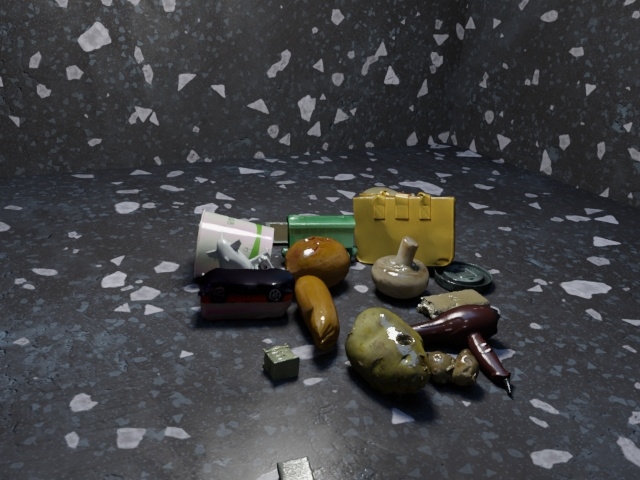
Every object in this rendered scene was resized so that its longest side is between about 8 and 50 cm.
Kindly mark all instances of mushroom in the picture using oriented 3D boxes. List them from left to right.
[{"bbox_3d":[0.288,0.093,2.030,0.207,0.215,0.207,11,21,-4],"label":"mushroom"}]

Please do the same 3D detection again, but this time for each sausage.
[{"bbox_3d":[-0.005,0.224,1.772,0.116,0.134,0.354,-5,24,-10],"label":"sausage"}]

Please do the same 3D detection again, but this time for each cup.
[{"bbox_3d":[-0.311,0.025,2.085,0.274,0.253,0.253,7,22,-7],"label":"cup"}]

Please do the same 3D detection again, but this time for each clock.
[{"bbox_3d":[0.536,0.140,2.176,0.215,0.042,0.215,3,22,-1],"label":"clock"}]

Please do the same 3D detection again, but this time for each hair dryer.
[{"bbox_3d":[0.424,0.331,1.672,0.312,0.123,0.340,-13,37,-10],"label":"hair dryer"}]

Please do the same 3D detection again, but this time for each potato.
[{"bbox_3d":[0.183,0.306,1.564,0.141,0.191,0.296,39,1,-40],"label":"potato"}]

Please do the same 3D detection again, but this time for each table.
[{"bbox_3d":[-0.111,0.333,1.589,0.079,0.062,0.083,-9,25,-29],"label":"table"}]

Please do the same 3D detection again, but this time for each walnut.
[{"bbox_3d":[-0.022,0.082,2.031,0.203,0.203,0.298,20,20,33],"label":"walnut"}]

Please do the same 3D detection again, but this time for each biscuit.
[{"bbox_3d":[0.451,0.222,1.943,0.239,0.062,0.108,-7,25,-23],"label":"biscuit"}]

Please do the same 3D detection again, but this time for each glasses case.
[{"bbox_3d":[-0.035,0.528,1.159,0.071,0.047,0.205,-7,25,-13],"label":"glasses case"}]

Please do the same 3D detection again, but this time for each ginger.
[{"bbox_3d":[0.334,0.347,1.595,0.204,0.080,0.104,2,58,18],"label":"ginger"}]

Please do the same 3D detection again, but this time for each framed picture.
[{"bbox_3d":[-0.084,-0.031,2.517,0.296,0.019,0.232,0,24,-11],"label":"framed picture"}]

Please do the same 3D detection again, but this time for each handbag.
[{"bbox_3d":[0.329,-0.052,2.241,0.401,0.283,0.133,3,18,24],"label":"handbag"}]

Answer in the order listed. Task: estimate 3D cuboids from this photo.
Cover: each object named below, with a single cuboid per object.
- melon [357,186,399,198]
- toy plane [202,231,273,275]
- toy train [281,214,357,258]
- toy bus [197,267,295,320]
[{"bbox_3d":[0.274,-0.117,2.517,0.223,0.223,0.317,-8,20,-25],"label":"melon"},{"bbox_3d":[-0.280,0.088,1.932,0.244,0.245,0.117,0,35,-10],"label":"toy plane"},{"bbox_3d":[0.000,0.000,2.224,0.301,0.202,0.120,0,19,-8],"label":"toy train"},{"bbox_3d":[-0.236,0.170,1.844,0.302,0.147,0.127,1,31,-10],"label":"toy bus"}]
